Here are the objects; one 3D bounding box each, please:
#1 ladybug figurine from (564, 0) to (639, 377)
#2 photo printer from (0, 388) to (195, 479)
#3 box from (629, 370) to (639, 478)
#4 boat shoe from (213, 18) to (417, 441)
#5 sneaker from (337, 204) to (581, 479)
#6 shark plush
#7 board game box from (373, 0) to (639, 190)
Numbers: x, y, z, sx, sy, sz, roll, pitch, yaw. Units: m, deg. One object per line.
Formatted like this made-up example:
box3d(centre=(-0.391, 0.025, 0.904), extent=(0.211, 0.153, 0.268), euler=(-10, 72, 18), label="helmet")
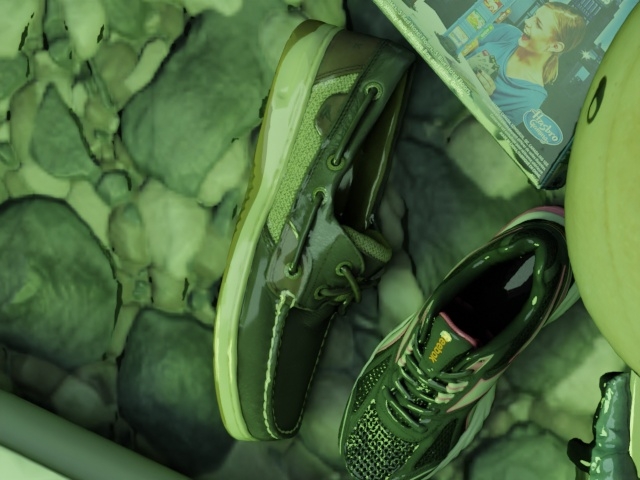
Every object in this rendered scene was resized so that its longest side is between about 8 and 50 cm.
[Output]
box3d(centre=(0.305, -0.086, 0.783), extent=(0.449, 0.162, 0.305), euler=(-27, 57, 6), label="ladybug figurine")
box3d(centre=(-0.187, 0.212, 1.033), extent=(0.307, 0.107, 0.256), euler=(24, 99, 16), label="photo printer")
box3d(centre=(0.191, 0.188, 0.907), extent=(0.094, 0.113, 0.275), euler=(6, 92, 19), label="box")
box3d(centre=(0.001, -0.001, 0.979), extent=(0.073, 0.080, 0.224), euler=(11, 91, 23), label="boat shoe")
box3d(centre=(0.064, 0.053, 0.961), extent=(0.072, 0.077, 0.178), euler=(38, 103, 15), label="sneaker")
box3d(centre=(0.141, 0.139, 0.841), extent=(0.067, 0.073, 0.161), euler=(-9, 84, 2), label="shark plush")
box3d(centre=(0.122, -0.160, 0.943), extent=(0.194, 0.060, 0.194), euler=(-42, 79, 14), label="board game box")
